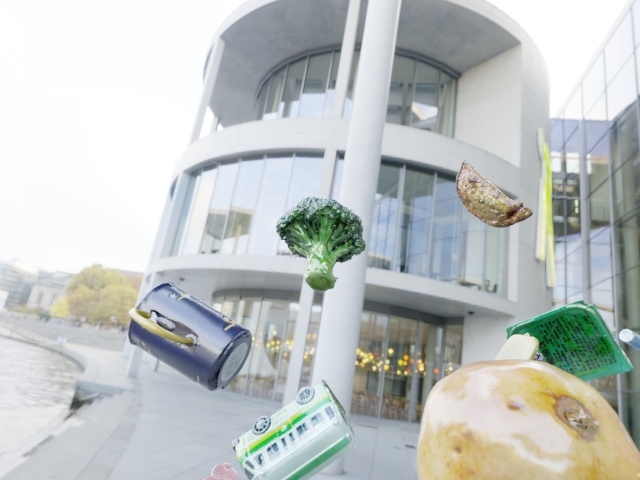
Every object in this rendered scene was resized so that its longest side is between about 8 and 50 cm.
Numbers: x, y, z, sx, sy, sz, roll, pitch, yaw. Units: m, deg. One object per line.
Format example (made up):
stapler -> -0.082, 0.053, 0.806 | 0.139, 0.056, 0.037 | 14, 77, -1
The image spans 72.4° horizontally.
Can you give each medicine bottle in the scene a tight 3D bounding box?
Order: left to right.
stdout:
medicine bottle -> 1.188, 0.383, 1.621 | 0.191, 0.051, 0.051 | 27, -23, -21

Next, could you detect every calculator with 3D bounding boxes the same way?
calculator -> 0.638, 0.408, 1.462 | 0.033, 0.236, 0.157 | 36, -13, -8

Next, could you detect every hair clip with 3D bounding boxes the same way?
hair clip -> -0.294, 0.707, 1.263 | 0.123, 0.138, 0.102 | 36, -41, 11

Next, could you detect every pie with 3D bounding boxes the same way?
pie -> 0.332, -0.077, 0.880 | 0.033, 0.191, 0.088 | -14, -46, -25

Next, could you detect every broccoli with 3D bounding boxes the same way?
broccoli -> 0.000, 0.000, 1.375 | 0.298, 0.297, 0.297 | 2, -43, 2

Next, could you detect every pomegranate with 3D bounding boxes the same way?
pomegranate -> 0.377, 0.431, 0.842 | 0.412, 0.411, 0.411 | 8, -17, 3

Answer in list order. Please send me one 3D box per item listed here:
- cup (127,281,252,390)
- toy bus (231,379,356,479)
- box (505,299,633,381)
cup -> -0.326, 0.240, 1.028 | 0.256, 0.178, 0.255 | 25, 16, 18
toy bus -> -0.059, 0.487, 1.050 | 0.133, 0.276, 0.165 | 60, -8, -27
box -> 0.883, 0.377, 1.578 | 0.106, 0.264, 0.337 | -6, -23, -47
